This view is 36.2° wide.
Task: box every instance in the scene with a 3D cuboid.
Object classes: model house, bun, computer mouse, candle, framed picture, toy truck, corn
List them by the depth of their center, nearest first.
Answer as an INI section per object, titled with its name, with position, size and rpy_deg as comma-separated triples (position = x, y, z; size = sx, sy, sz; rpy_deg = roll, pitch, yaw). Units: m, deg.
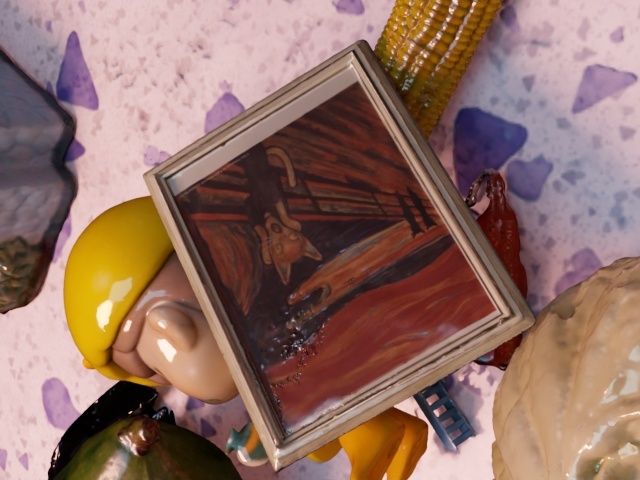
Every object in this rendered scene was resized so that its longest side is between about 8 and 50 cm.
[bun]
position = 0.271, 0.164, 0.609
size = 0.349, 0.227, 0.352
rpy_deg = -38, 75, 30
[framed picture]
position = 0.000, 0.000, 0.727
size = 0.216, 0.016, 0.273
rpy_deg = -32, 65, 6
[corn]
position = 0.082, -0.147, 0.784
size = 0.080, 0.080, 0.231
rpy_deg = 35, 114, 25
[candle]
position = 0.141, 0.023, 0.793
size = 0.048, 0.053, 0.162
rpy_deg = -173, 83, -78
[toy truck]
position = 0.098, 0.104, 0.820
size = 0.136, 0.063, 0.074
rpy_deg = 58, 141, 12
[model house]
position = -0.504, -0.081, 1.032
size = 0.360, 0.339, 0.297
rpy_deg = 43, 115, 21
[computer mouse]
position = -0.232, 0.247, 1.047
size = 0.146, 0.077, 0.242
rpy_deg = 47, 118, 18

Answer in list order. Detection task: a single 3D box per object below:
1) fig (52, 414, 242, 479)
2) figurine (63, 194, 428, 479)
[fig]
position = -0.161, 0.233, 0.880
size = 0.195, 0.195, 0.245
rpy_deg = 20, 128, 30
[figurine]
position = -0.068, 0.093, 0.844
size = 0.343, 0.215, 0.187
rpy_deg = 32, 76, 21
